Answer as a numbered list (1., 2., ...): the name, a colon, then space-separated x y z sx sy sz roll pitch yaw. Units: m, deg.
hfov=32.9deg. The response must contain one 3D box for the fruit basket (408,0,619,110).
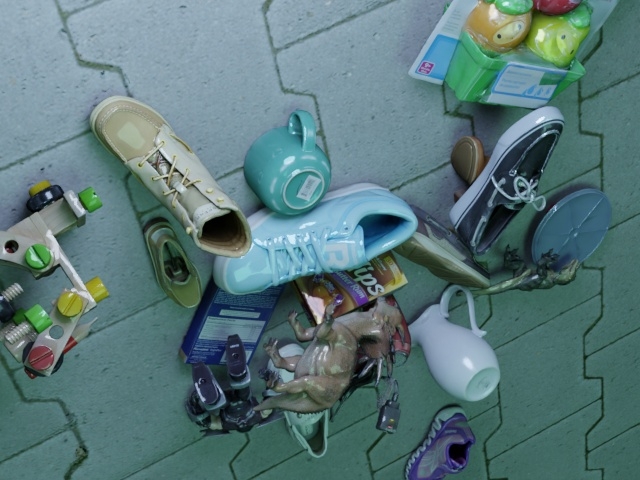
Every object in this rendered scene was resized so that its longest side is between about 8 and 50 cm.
1. fruit basket: 0.353 -0.369 1.741 0.327 0.165 0.353 3 141 -34

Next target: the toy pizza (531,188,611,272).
1. toy pizza: 0.509 -0.023 2.218 0.201 0.032 0.201 -18 130 -22

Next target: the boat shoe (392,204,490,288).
1. boat shoe: 0.237 0.016 2.033 0.285 0.103 0.092 27 73 -43

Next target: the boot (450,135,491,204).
1. boot: 0.320 -0.139 1.989 0.152 0.073 0.197 -23 144 -14

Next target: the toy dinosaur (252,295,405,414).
1. toy dinosaur: 0.021 0.214 1.846 0.200 0.127 0.295 36 93 -26

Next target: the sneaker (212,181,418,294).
1. sneaker: 0.000 0.000 1.812 0.366 0.150 0.135 -26 118 -22

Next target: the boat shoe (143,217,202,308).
1. boat shoe: -0.236 0.053 1.778 0.068 0.072 0.190 -32 134 -9

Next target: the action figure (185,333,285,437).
1. action figure: -0.155 0.280 1.957 0.185 0.099 0.285 -24 152 -8

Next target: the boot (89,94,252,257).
1. boot: -0.215 -0.089 1.594 0.095 0.203 0.262 -41 135 0

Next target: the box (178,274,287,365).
1. box: -0.147 0.121 1.909 0.136 0.036 0.225 8 119 -37

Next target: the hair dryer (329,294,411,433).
1. hair dryer: 0.079 0.202 2.005 0.080 0.223 0.293 17 83 -36

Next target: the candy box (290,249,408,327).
1. candy box: 0.049 0.071 1.943 0.187 0.109 0.053 -25 170 -16

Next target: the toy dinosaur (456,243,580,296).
1. toy dinosaur: 0.410 0.063 2.166 0.268 0.064 0.118 -8 139 -11

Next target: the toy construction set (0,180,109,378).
1. toy construction set: -0.390 0.058 1.611 0.237 0.257 0.309 -39 156 -18

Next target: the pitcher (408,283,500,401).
1. pitcher: 0.270 0.197 2.110 0.125 0.207 0.178 19 109 -40

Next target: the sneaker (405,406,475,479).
1. sneaker: 0.271 0.485 2.394 0.095 0.104 0.236 5 121 -36

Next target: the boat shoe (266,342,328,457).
1. boat shoe: -0.028 0.312 2.083 0.098 0.096 0.277 -28 133 -12

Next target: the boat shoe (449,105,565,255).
1. boat shoe: 0.335 -0.095 1.887 0.113 0.105 0.306 5 135 -39

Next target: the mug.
1. mug: -0.050 -0.116 1.752 0.129 0.097 0.158 -27 133 -12
